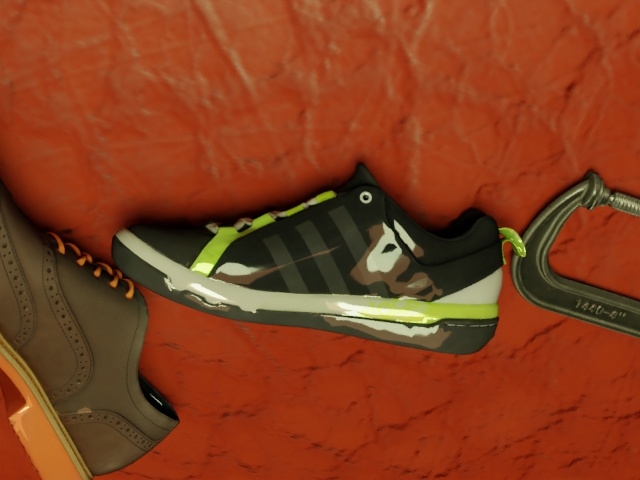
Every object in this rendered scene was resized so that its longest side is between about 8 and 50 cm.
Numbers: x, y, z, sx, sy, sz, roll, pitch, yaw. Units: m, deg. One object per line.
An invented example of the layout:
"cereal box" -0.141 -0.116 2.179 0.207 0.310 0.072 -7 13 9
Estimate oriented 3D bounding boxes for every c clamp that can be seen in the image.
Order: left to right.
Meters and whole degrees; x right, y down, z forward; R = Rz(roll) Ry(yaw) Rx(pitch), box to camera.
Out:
"c clamp" 0.201 0.000 0.763 0.160 0.022 0.137 11 123 -12

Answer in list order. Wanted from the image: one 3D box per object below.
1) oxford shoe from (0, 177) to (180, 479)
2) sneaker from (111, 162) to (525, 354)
"oxford shoe" -0.159 0.024 0.721 0.098 0.097 0.271 -24 127 -10
"sneaker" 0.000 0.000 0.729 0.234 0.084 0.097 10 94 -11
